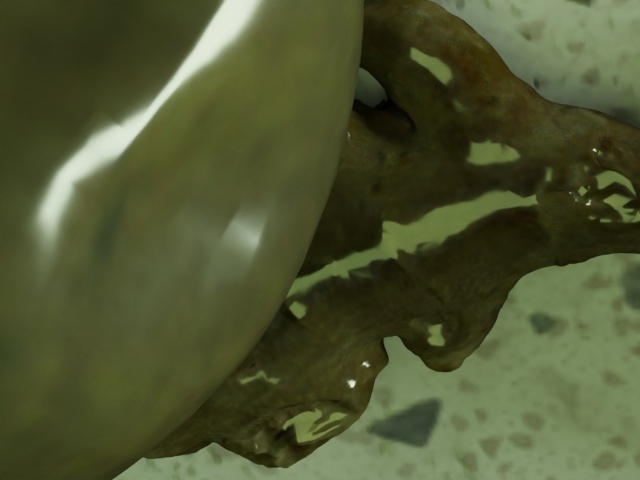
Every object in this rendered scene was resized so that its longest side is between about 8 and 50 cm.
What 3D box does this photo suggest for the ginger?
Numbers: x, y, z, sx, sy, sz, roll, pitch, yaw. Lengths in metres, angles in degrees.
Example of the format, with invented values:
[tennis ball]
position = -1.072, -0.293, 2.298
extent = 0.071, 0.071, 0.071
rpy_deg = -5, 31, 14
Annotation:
[ginger]
position = -0.002, 0.001, 0.795
extent = 0.333, 0.080, 0.166
rpy_deg = -20, 105, 20

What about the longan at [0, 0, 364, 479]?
[longan]
position = -0.134, -0.048, 0.672
extent = 0.288, 0.288, 0.350
rpy_deg = 38, 81, -10
